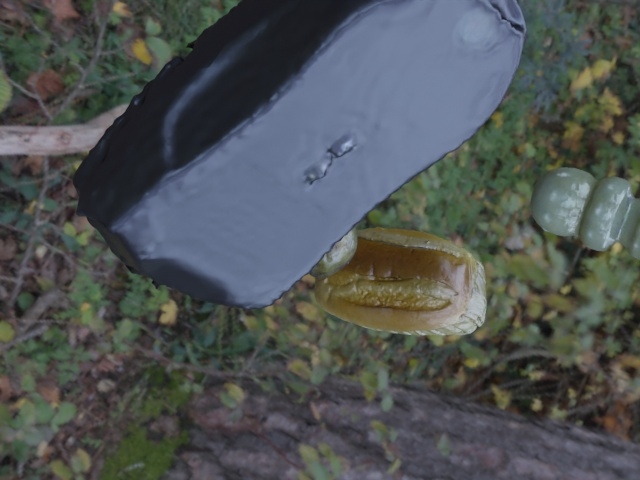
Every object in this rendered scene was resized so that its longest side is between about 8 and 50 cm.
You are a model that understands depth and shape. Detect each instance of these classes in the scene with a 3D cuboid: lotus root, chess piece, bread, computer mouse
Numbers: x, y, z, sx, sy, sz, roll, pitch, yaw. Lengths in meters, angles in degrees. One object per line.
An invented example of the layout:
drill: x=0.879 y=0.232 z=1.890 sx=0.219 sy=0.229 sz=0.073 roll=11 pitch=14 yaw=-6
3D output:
lotus root: x=0.000 y=0.000 z=0.624 sx=0.049 sy=0.054 sz=0.099 roll=-43 pitch=177 yaw=-14
chess piece: x=0.398 y=-0.030 z=1.098 sx=0.133 sy=0.243 sz=0.133 roll=-48 pitch=150 yaw=-40
bread: x=0.104 y=0.055 z=1.130 sx=0.106 sy=0.236 sz=0.140 roll=28 pitch=69 yaw=-58
computer mouse: x=-0.012 y=-0.054 z=0.384 sx=0.217 sy=0.073 sz=0.122 roll=-39 pitch=135 yaw=14
